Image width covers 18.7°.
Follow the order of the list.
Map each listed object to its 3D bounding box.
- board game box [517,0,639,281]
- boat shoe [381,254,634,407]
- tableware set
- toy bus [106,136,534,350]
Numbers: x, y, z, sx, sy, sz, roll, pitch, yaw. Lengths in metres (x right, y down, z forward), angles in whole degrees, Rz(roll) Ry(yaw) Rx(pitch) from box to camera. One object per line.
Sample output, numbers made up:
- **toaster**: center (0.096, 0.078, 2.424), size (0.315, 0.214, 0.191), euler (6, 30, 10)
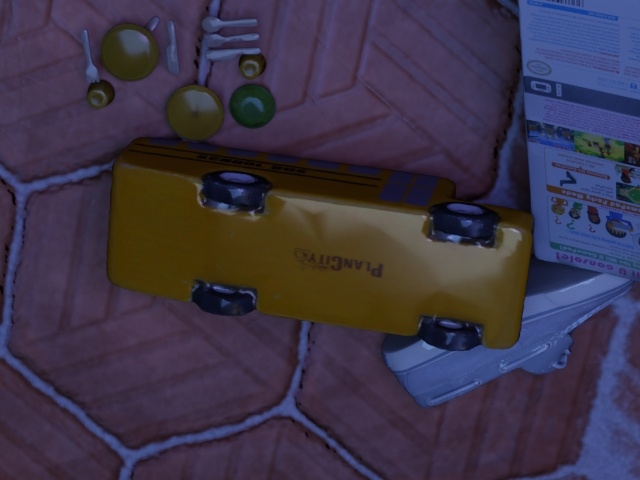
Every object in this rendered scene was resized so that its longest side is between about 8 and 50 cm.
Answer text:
- **board game box**: center (0.268, -0.091, 1.405), size (0.224, 0.097, 0.303), euler (15, 141, 21)
- **boat shoe**: center (0.164, 0.071, 1.585), size (0.227, 0.079, 0.081), euler (-24, 112, 17)
- **tableware set**: center (-0.116, -0.131, 1.574), size (0.154, 0.024, 0.104), euler (-4, 109, 5)
- **toy bus**: center (0.000, 0.000, 1.531), size (0.333, 0.130, 0.108), euler (8, 107, 7)
